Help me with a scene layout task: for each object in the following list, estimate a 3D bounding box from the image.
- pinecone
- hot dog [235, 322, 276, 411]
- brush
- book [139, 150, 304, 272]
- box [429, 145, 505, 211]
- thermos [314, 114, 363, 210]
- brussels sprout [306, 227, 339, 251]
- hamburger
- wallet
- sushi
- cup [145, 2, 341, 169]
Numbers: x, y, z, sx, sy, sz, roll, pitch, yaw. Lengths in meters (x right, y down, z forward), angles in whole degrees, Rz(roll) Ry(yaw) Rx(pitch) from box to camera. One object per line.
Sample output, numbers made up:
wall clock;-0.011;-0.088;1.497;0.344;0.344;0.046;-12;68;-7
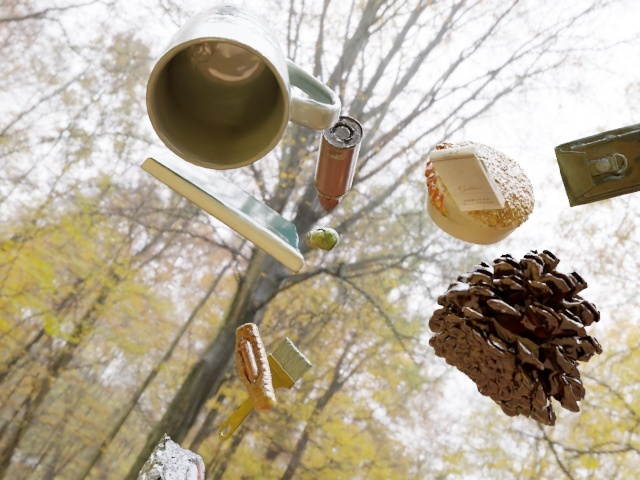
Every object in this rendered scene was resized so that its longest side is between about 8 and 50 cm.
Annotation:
pinecone;0.254;0.110;0.963;0.222;0.221;0.221;22;-29;13
hot dog;-0.096;0.178;1.074;0.044;0.137;0.028;-21;-31;8
brush;-0.106;0.265;1.310;0.083;0.205;0.011;43;0;41
book;-0.144;-0.062;1.218;0.264;0.031;0.379;35;4;-7
box;0.333;-0.136;1.714;0.109;0.029;0.198;-3;-37;34
thermos;0.038;-0.215;2.123;0.110;0.136;0.330;-13;-27;-13
brussels sprout;-0.001;0.000;1.455;0.051;0.046;0.083;14;-13;-30
hamburger;0.404;-0.127;1.943;0.294;0.276;0.179;17;-41;-2
wallet;0.675;-0.179;1.759;0.236;0.160;0.055;-15;-14;14
sushi;-0.315;0.504;1.539;0.126;0.136;0.225;32;11;-15
cup;-0.098;-0.227;1.080;0.258;0.234;0.186;14;-57;-8
